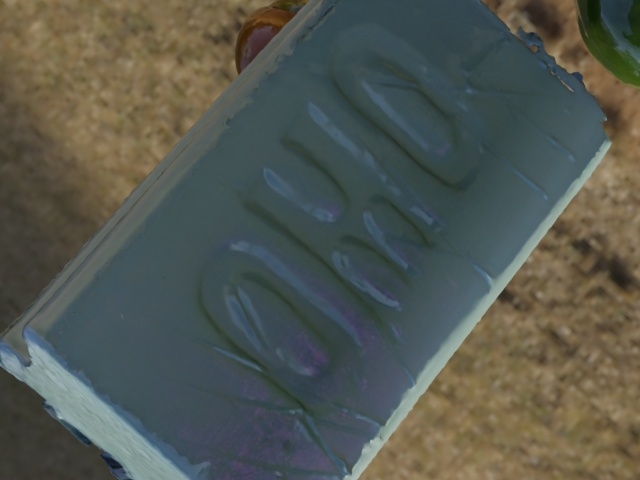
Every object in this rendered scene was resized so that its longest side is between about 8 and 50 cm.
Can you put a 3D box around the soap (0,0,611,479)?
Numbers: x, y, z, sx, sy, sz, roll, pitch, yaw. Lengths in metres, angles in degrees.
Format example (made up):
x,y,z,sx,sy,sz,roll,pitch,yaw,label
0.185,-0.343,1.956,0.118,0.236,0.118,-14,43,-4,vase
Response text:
x,y,z,sx,sy,sz,roll,pitch,yaw,label
0.000,0.000,0.703,0.150,0.261,0.094,45,159,-13,soap

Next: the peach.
x,y,z,sx,sy,sz,roll,pitch,yaw,label
-0.016,-0.178,1.576,0.138,0.138,0.138,37,157,19,peach

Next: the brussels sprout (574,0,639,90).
x,y,z,sx,sy,sz,roll,pitch,yaw,label
0.345,-0.262,1.313,0.276,0.371,0.314,-1,122,15,brussels sprout
